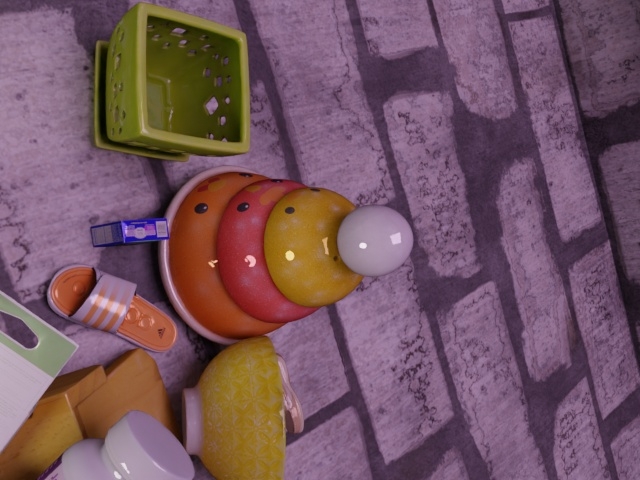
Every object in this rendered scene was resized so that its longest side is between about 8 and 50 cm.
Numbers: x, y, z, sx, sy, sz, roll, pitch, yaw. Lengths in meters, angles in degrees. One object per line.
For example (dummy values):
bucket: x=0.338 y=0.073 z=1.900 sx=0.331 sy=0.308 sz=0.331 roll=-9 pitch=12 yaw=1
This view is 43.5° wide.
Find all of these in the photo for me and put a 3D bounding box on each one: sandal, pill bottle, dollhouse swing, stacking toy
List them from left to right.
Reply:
dollhouse swing: x=-0.400 y=0.380 z=1.298 sx=0.315 sy=0.305 sz=0.347 roll=-18 pitch=100 yaw=-2
pill bottle: x=-0.316 y=0.373 z=1.066 sx=0.301 sy=0.169 sz=0.169 roll=-45 pitch=121 yaw=2
sandal: x=-0.336 y=0.116 z=1.383 sx=0.265 sy=0.076 sz=0.102 roll=32 pitch=63 yaw=-37
stacking toy: x=-0.025 y=0.008 z=1.417 sx=0.350 sy=0.480 sz=0.350 roll=8 pitch=79 yaw=-44

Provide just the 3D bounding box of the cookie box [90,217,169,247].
cookie box: x=-0.329 y=-0.013 z=1.386 sx=0.092 sy=0.107 sz=0.040 roll=-5 pitch=89 yaw=-43

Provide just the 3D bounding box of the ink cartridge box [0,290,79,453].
ink cartridge box: x=-0.458 y=0.180 z=1.086 sx=0.171 sy=0.056 sz=0.235 roll=37 pitch=92 yaw=-9

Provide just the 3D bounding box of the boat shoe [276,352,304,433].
boat shoe: x=-0.086 y=0.314 z=1.612 sx=0.059 sy=0.063 sz=0.170 roll=-19 pitch=88 yaw=-41

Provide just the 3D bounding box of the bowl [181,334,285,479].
bowl: x=-0.164 y=0.316 z=1.424 sx=0.156 sy=0.289 sz=0.289 roll=-1 pitch=84 yaw=-15

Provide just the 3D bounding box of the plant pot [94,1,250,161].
plant pot: x=-0.273 y=-0.257 z=1.406 sx=0.227 sy=0.207 sz=0.228 roll=5 pitch=81 yaw=-43
